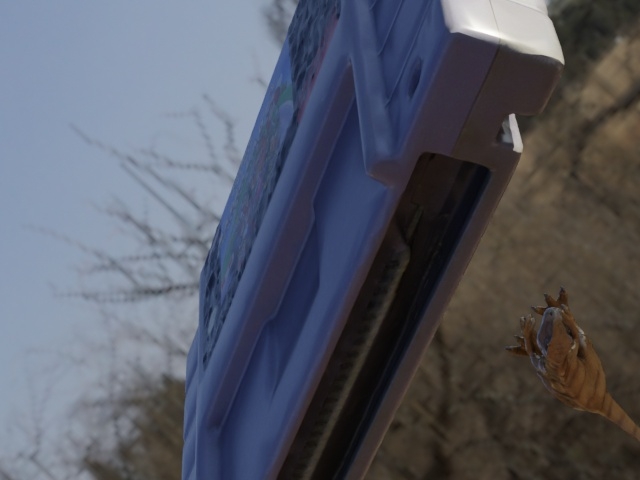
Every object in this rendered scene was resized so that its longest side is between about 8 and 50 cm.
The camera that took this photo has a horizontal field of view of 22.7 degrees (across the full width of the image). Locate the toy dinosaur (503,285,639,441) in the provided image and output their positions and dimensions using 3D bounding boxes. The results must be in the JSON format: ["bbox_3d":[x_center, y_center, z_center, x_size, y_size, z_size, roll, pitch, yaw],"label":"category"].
[{"bbox_3d":[0.185,0.102,1.138,0.064,0.112,0.211,-39,-43,12],"label":"toy dinosaur"}]

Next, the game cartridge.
[{"bbox_3d":[0.000,0.000,0.725,0.230,0.068,0.355,-101,27,-51],"label":"game cartridge"}]
